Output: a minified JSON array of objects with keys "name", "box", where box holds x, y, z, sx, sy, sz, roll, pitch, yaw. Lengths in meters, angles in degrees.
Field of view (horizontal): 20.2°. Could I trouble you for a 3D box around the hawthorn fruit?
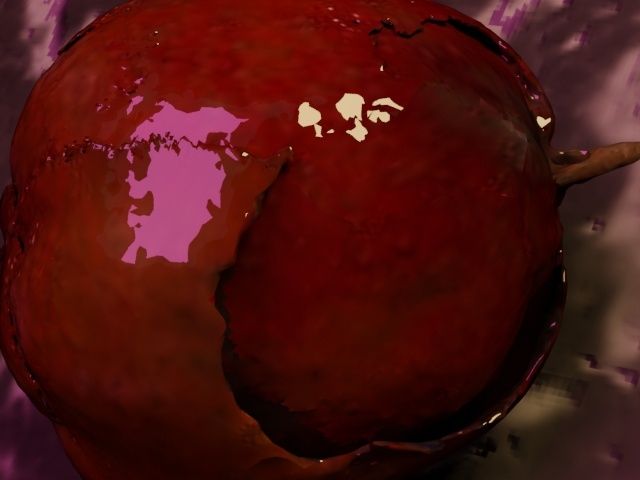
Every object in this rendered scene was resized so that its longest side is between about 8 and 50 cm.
[{"name":"hawthorn fruit","box":[0.000,0.000,0.469,0.172,0.148,0.148,-9,53,7]}]
